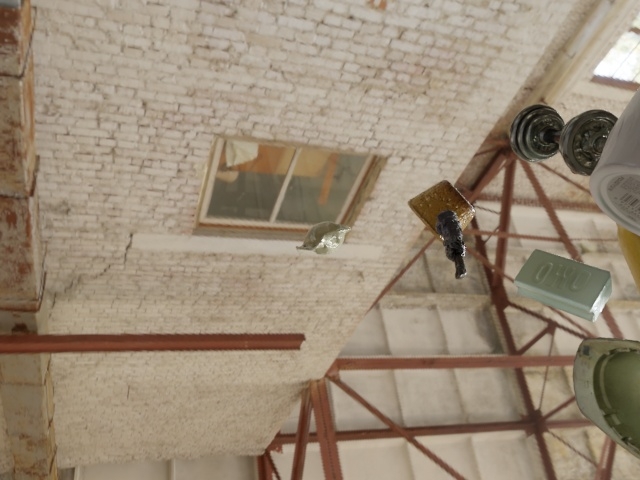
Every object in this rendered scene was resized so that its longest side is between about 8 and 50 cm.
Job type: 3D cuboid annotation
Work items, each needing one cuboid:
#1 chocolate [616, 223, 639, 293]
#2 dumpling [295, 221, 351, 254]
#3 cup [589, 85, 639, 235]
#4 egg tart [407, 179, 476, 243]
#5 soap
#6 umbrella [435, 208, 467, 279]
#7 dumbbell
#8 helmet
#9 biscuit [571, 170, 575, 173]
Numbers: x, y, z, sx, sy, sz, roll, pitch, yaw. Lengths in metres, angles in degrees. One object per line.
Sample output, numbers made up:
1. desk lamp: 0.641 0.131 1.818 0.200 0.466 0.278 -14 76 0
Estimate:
1. chocolate: 0.891 0.024 1.557 0.162 0.162 0.445 18 -141 -8
2. dumpling: 0.001 -0.001 1.762 0.170 0.099 0.134 4 -162 30
3. cup: 0.656 -0.192 1.005 0.253 0.253 0.371 37 -103 10
4. egg tart: 0.390 -0.093 1.840 0.202 0.147 0.202 44 -166 -14
5. soap: 0.590 0.105 1.421 0.198 0.066 0.119 23 -111 44
6. umbrella: 0.348 0.015 1.539 0.071 0.070 0.248 12 -136 -13
7. dumbbell: 0.682 -0.288 1.647 0.179 0.179 0.406 12 -167 -14
8. helmet: 0.575 0.260 0.996 0.137 0.203 0.257 -7 -164 -18
9. biscuit: 0.830 -0.250 1.807 0.206 0.126 0.025 16 -141 -54
